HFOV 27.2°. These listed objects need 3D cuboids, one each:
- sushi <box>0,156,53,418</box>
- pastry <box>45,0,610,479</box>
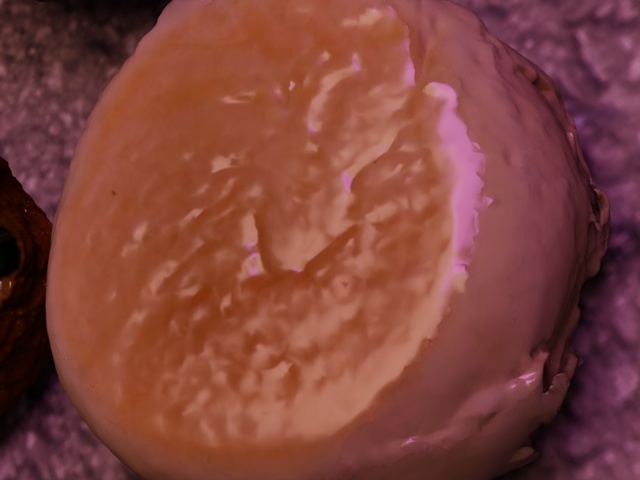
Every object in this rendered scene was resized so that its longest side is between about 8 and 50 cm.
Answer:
[{"bbox_3d":[-0.246,0.057,0.711,0.287,0.140,0.149,-45,66,10],"label":"sushi"},{"bbox_3d":[0.001,0.002,0.591,0.264,0.133,0.265,-8,72,26],"label":"pastry"}]
